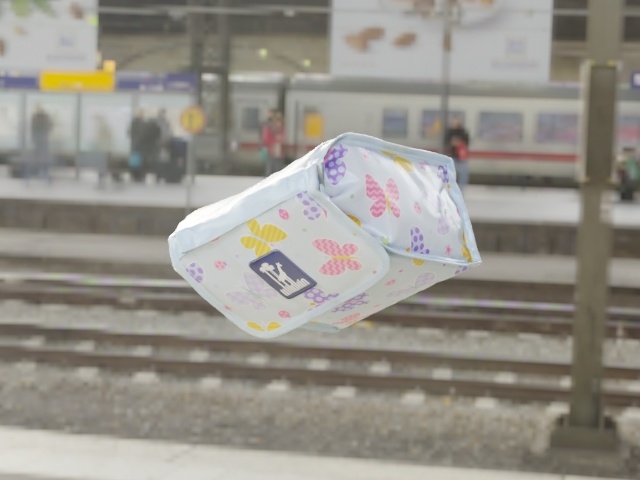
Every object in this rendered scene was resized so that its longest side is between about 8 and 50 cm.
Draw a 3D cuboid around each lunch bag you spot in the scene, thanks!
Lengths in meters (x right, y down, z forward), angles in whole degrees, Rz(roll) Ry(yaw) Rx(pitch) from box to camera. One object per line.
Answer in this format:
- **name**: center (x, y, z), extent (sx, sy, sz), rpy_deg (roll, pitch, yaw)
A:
- **lunch bag**: center (0.000, 0.000, 0.476), extent (0.071, 0.053, 0.083), rpy_deg (-27, -25, 34)
